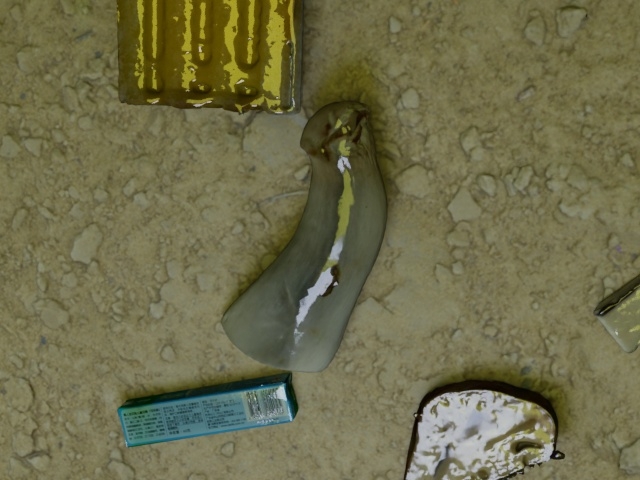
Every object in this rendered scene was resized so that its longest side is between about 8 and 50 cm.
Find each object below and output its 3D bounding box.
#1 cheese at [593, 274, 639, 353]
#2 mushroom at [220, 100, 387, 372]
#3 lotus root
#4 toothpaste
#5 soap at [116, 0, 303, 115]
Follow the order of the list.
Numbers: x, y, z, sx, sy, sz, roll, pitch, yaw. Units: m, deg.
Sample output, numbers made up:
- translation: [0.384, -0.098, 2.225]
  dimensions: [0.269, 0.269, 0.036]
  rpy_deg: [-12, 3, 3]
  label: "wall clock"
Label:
- translation: [0.552, 0.008, 1.627]
  dimensions: [0.400, 0.034, 0.085]
  rpy_deg: [-40, 98, 16]
  label: "cheese"
- translation: [0.000, -0.001, 1.675]
  dimensions: [0.177, 0.126, 0.397]
  rpy_deg: [29, 110, 11]
  label: "mushroom"
- translation: [0.214, 0.286, 1.728]
  dimensions: [0.261, 0.074, 0.170]
  rpy_deg: [-20, 98, 15]
  label: "lotus root"
- translation: [-0.168, 0.253, 1.798]
  dimensions: [0.267, 0.050, 0.065]
  rpy_deg: [-11, 102, 12]
  label: "toothpaste"
- translation: [-0.140, -0.317, 1.615]
  dimensions: [0.259, 0.143, 0.281]
  rpy_deg: [6, 103, 13]
  label: "soap"
